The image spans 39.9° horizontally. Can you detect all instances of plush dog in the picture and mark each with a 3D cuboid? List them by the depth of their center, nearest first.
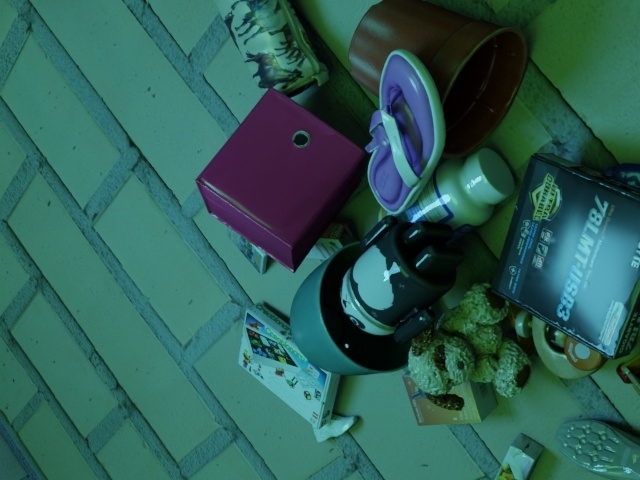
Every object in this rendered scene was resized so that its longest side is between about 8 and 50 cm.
[{"bbox_3d":[0.281,0.226,1.842,0.210,0.225,0.262,15,131,62],"label":"plush dog"}]

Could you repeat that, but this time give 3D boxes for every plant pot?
[{"bbox_3d":[0.214,-0.341,1.716,0.265,0.272,0.272,37,124,29],"label":"plant pot"},{"bbox_3d":[0.064,0.172,1.989,0.235,0.293,0.293,-29,89,55],"label":"plant pot"}]

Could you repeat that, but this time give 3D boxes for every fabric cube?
[{"bbox_3d":[-0.084,-0.125,1.905,0.254,0.258,0.259,36,168,7],"label":"fabric cube"}]

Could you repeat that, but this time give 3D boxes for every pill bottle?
[{"bbox_3d":[0.263,-0.077,1.831,0.272,0.152,0.152,-34,85,38],"label":"pill bottle"}]

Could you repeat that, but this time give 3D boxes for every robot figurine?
[{"bbox_3d":[0.157,0.073,1.767,0.173,0.209,0.278,36,129,-10],"label":"robot figurine"}]

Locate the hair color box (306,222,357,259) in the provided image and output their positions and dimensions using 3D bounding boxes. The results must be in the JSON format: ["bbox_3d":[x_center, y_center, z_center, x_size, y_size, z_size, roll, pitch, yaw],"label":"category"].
[{"bbox_3d":[0.000,0.000,2.083,0.167,0.053,0.093,7,147,34],"label":"hair color box"}]

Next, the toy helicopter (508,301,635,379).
[{"bbox_3d":[0.465,0.111,1.796,0.235,0.140,0.355,-25,80,47],"label":"toy helicopter"}]

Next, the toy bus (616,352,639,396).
[{"bbox_3d":[0.673,0.297,1.700,0.104,0.202,0.191,-37,75,8],"label":"toy bus"}]

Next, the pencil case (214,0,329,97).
[{"bbox_3d":[-0.126,-0.499,1.950,0.183,0.160,0.410,-26,91,52],"label":"pencil case"}]

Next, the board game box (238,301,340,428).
[{"bbox_3d":[-0.084,0.317,2.248,0.305,0.053,0.193,34,130,30],"label":"board game box"}]

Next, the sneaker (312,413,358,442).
[{"bbox_3d":[0.031,0.471,2.258,0.152,0.053,0.061,-30,85,39],"label":"sneaker"}]

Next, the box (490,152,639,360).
[{"bbox_3d":[0.481,0.023,1.628,0.293,0.073,0.296,34,119,42],"label":"box"}]

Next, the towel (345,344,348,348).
[{"bbox_3d":[0.017,0.266,2.208,0.197,0.029,0.144,-17,97,38],"label":"towel"}]

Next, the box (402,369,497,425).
[{"bbox_3d":[0.293,0.341,2.000,0.170,0.091,0.130,-14,98,38],"label":"box"}]

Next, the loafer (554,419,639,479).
[{"bbox_3d":[0.628,0.450,1.789,0.319,0.112,0.111,15,160,47],"label":"loafer"}]

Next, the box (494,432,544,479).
[{"bbox_3d":[0.419,0.588,2.016,0.063,0.067,0.324,30,122,25],"label":"box"}]

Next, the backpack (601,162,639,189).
[{"bbox_3d":[0.570,-0.079,1.644,0.101,0.098,0.120,7,108,30],"label":"backpack"}]

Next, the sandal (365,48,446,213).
[{"bbox_3d":[0.139,-0.171,1.643,0.169,0.102,0.416,47,157,27],"label":"sandal"}]

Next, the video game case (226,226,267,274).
[{"bbox_3d":[-0.185,0.009,2.212,0.143,0.019,0.157,49,163,11],"label":"video game case"}]
